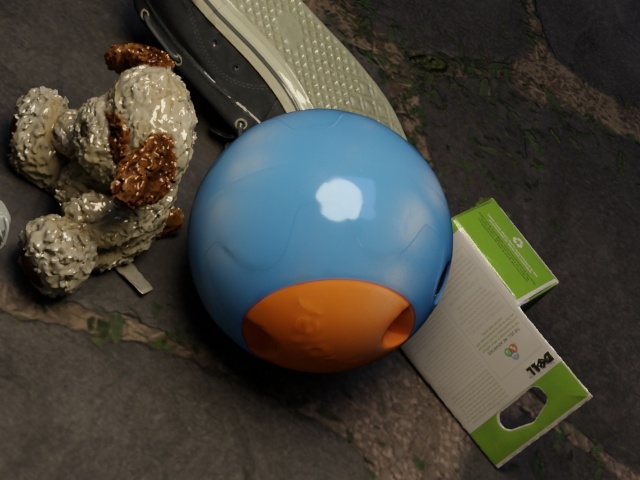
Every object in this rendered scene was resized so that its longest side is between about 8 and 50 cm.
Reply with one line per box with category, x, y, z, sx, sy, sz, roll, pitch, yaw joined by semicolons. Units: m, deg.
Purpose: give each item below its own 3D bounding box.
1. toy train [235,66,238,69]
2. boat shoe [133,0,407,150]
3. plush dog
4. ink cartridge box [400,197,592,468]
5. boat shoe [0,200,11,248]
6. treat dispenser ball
toy train;-0.138;-0.292;1.730;0.166;0.046;0.125;49;42;10
boat shoe;-0.048;-0.176;1.621;0.500;0.156;0.187;50;39;-11
plush dog;-0.204;-0.084;1.368;0.210;0.225;0.262;9;50;-29
ink cartridge box;0.204;0.112;1.521;0.097;0.189;0.255;-25;73;-47
boat shoe;-0.358;-0.028;1.320;0.081;0.079;0.228;8;48;-25
treat dispenser ball;0.000;0.000;1.395;0.288;0.288;0.288;19;46;-21
